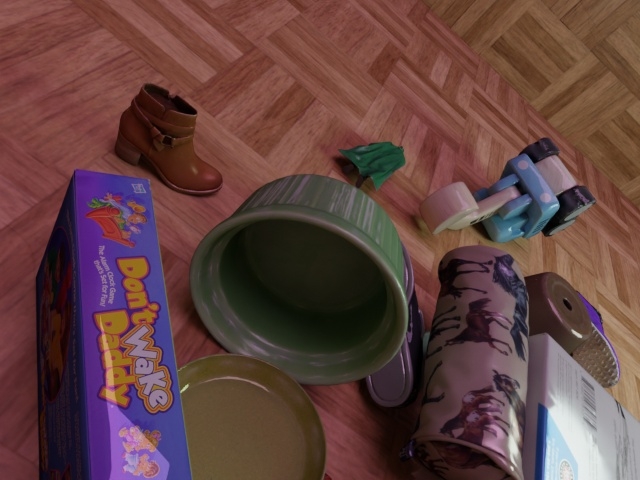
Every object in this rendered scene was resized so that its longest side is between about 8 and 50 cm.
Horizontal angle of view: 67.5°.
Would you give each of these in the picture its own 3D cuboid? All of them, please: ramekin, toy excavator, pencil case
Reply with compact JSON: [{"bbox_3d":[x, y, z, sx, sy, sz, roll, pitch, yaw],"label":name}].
[{"bbox_3d":[-0.020,0.053,0.699,0.303,0.303,0.148,37,35,-11],"label":"ramekin"},{"bbox_3d":[0.490,-0.093,1.316,0.223,0.444,0.433,64,3,20],"label":"toy excavator"},{"bbox_3d":[0.248,0.193,0.799,0.160,0.183,0.410,41,46,-19],"label":"pencil case"}]

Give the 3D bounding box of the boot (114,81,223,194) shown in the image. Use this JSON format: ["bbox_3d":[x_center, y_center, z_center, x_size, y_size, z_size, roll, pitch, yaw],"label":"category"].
[{"bbox_3d":[-0.228,-0.160,0.788,0.197,0.152,0.073,20,48,-27],"label":"boot"}]

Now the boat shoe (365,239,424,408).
[{"bbox_3d":[0.129,0.143,0.867,0.091,0.114,0.303,33,58,-56],"label":"boat shoe"}]

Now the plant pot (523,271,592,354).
[{"bbox_3d":[0.431,0.184,1.023,0.263,0.229,0.263,23,47,-27],"label":"plant pot"}]

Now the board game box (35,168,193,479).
[{"bbox_3d":[-0.231,0.138,0.496,0.078,0.233,0.347,4,57,-38],"label":"board game box"}]

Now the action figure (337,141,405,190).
[{"bbox_3d":[0.149,-0.198,1.205,0.232,0.063,0.137,-30,79,-44],"label":"action figure"}]

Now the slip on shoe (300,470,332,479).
[{"bbox_3d":[0.055,0.427,0.556,0.123,0.101,0.331,58,3,-46],"label":"slip on shoe"}]

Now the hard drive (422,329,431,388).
[{"bbox_3d":[0.206,0.234,0.948,0.135,0.022,0.094,-8,65,-43],"label":"hard drive"}]

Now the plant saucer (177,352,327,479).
[{"bbox_3d":[-0.108,0.258,0.620,0.240,0.037,0.241,18,36,-14],"label":"plant saucer"}]

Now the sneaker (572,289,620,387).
[{"bbox_3d":[0.748,0.254,1.329,0.146,0.102,0.294,3,58,-40],"label":"sneaker"}]

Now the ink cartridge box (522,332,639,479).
[{"bbox_3d":[0.435,0.401,0.843,0.395,0.166,0.286,40,49,-18],"label":"ink cartridge box"}]
